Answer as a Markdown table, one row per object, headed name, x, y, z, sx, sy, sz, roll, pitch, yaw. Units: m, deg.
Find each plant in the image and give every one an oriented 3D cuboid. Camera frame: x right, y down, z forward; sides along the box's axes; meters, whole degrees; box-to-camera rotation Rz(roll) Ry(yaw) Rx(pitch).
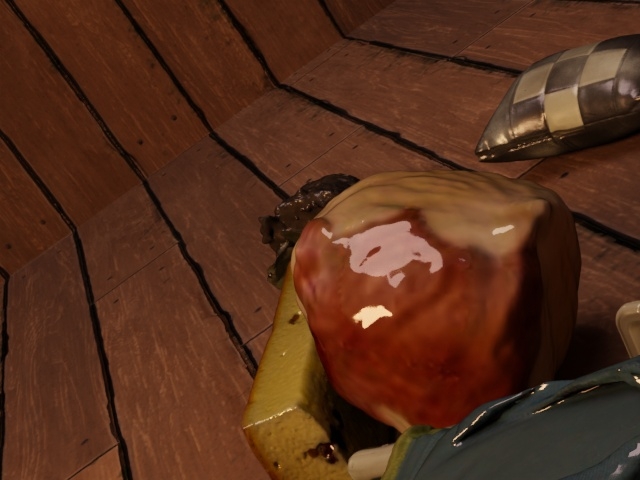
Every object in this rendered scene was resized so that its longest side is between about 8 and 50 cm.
| name | x | y | z | sx | sy | sz | roll | pitch | yaw |
| --- | --- | --- | --- | --- | --- | --- | --- | --- | --- |
| plant | 0.000 | 0.000 | 1.562 | 0.131 | 0.142 | 0.203 | -17 | 14 | 20 |

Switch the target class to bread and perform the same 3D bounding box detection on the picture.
| name | x | y | z | sx | sy | sz | roll | pitch | yaw |
| --- | --- | --- | --- | --- | --- | --- | --- | --- | --- |
| bread | 0.011 | 0.123 | 1.195 | 0.077 | 0.138 | 0.361 | -27 | 19 | 18 |

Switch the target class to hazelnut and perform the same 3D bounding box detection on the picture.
| name | x | y | z | sx | sy | sz | roll | pitch | yaw |
| --- | --- | --- | --- | --- | --- | --- | --- | --- | --- |
| hazelnut | 0.112 | 0.044 | 1.039 | 0.261 | 0.261 | 0.241 | -56 | -8 | -50 |

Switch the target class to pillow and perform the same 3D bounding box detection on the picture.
| name | x | y | z | sx | sy | sz | roll | pitch | yaw |
| --- | --- | --- | --- | --- | --- | --- | --- | --- | --- |
| pillow | 0.317 | -0.170 | 1.461 | 0.250 | 0.106 | 0.186 | -12 | 29 | 42 |

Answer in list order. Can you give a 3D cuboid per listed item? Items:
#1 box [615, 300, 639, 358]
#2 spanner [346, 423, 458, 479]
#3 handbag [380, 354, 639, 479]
| name | x | y | z | sx | sy | sz | roll | pitch | yaw |
| --- | --- | --- | --- | --- | --- | --- | --- | --- | --- |
| box | 0.273 | 0.082 | 0.869 | 0.089 | 0.122 | 0.062 | -16 | 14 | 46 |
| spanner | 0.156 | 0.162 | 0.901 | 0.325 | 0.095 | 0.040 | -20 | 22 | 41 |
| handbag | 0.157 | 0.188 | 0.635 | 0.241 | 0.222 | 0.263 | -28 | 17 | 36 |
